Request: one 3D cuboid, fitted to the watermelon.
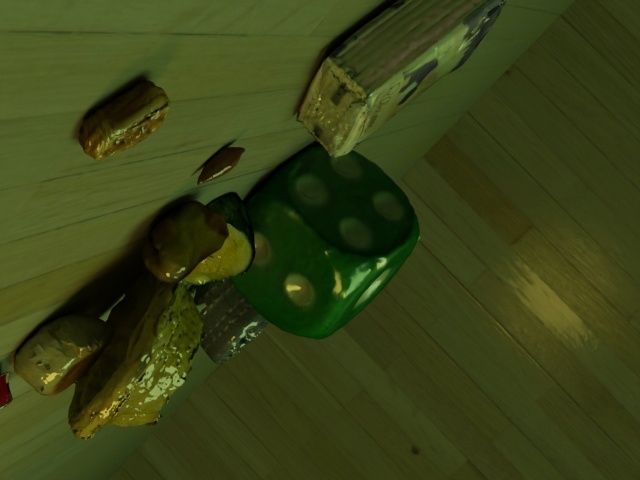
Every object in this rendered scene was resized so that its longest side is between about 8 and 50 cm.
[{"bbox_3d":[-0.193,0.000,2.044,0.129,0.123,0.301,-4,156,-24],"label":"watermelon"}]

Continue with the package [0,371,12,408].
[{"bbox_3d":[-0.579,0.291,1.690,0.239,0.030,0.154,-39,170,-28],"label":"package"}]

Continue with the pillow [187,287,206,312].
[{"bbox_3d":[-0.331,0.187,2.338,0.181,0.078,0.134,-46,172,18],"label":"pillow"}]

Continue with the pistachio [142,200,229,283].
[{"bbox_3d":[-0.222,-0.001,1.737,0.110,0.100,0.189,-21,-164,32],"label":"pistachio"}]

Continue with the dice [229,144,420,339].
[{"bbox_3d":[0.000,0.000,2.209,0.297,0.300,0.287,-36,167,-43],"label":"dice"}]

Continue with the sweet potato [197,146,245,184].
[{"bbox_3d":[-0.153,-0.116,1.675,0.095,0.034,0.034,-42,173,-20],"label":"sweet potato"}]

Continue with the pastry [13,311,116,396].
[{"bbox_3d":[-0.411,0.178,1.744,0.166,0.088,0.166,-43,175,-5],"label":"pastry"}]

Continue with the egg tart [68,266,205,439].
[{"bbox_3d":[-0.291,0.185,1.822,0.345,0.132,0.345,-53,-162,26],"label":"egg tart"}]

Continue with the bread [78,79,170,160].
[{"bbox_3d":[-0.213,-0.128,1.187,0.111,0.044,0.083,-38,176,-28],"label":"bread"}]

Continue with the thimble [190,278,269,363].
[{"bbox_3d":[-0.210,0.158,2.504,0.205,0.172,0.236,-40,171,-4],"label":"thimble"}]

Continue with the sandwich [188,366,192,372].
[{"bbox_3d":[-0.404,0.309,2.445,0.186,0.065,0.215,-18,-175,30],"label":"sandwich"}]

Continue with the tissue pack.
[{"bbox_3d":[0.129,-0.300,1.810,0.344,0.125,0.242,-38,173,-22],"label":"tissue pack"}]
